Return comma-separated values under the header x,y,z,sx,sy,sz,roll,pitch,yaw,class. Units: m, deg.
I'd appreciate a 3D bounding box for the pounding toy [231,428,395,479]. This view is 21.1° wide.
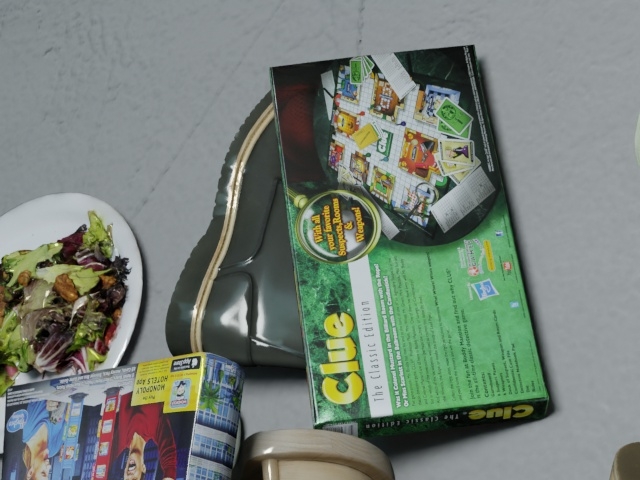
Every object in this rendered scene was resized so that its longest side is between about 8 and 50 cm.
x,y,z,sx,sy,sz,roll,pitch,yaw,class
-0.018,0.205,0.922,0.269,0.154,0.155,-22,54,23,pounding toy

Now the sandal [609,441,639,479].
x,y,z,sx,sy,sz,roll,pitch,yaw,class
0.169,0.188,0.822,0.088,0.079,0.240,9,22,3,sandal

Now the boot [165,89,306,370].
x,y,z,sx,sy,sz,roll,pitch,yaw,class
0.000,0.000,1.095,0.137,0.077,0.198,10,69,22,boot

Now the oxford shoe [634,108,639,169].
x,y,z,sx,sy,sz,roll,pitch,yaw,class
0.368,-0.139,0.884,0.449,0.169,0.130,-35,6,23,oxford shoe

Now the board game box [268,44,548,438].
x,y,z,sx,sy,sz,roll,pitch,yaw,class
0.048,-0.005,1.040,0.136,0.030,0.260,-5,57,-4,board game box

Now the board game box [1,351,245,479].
x,y,z,sx,sy,sz,roll,pitch,yaw,class
-0.109,0.167,0.900,0.194,0.060,0.194,-13,64,49,board game box

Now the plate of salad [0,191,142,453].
x,y,z,sx,sy,sz,roll,pitch,yaw,class
-0.212,0.052,1.209,0.199,0.048,0.200,-16,56,26,plate of salad

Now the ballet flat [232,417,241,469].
x,y,z,sx,sy,sz,roll,pitch,yaw,class
-0.119,0.183,1.059,0.072,0.068,0.213,20,77,39,ballet flat
